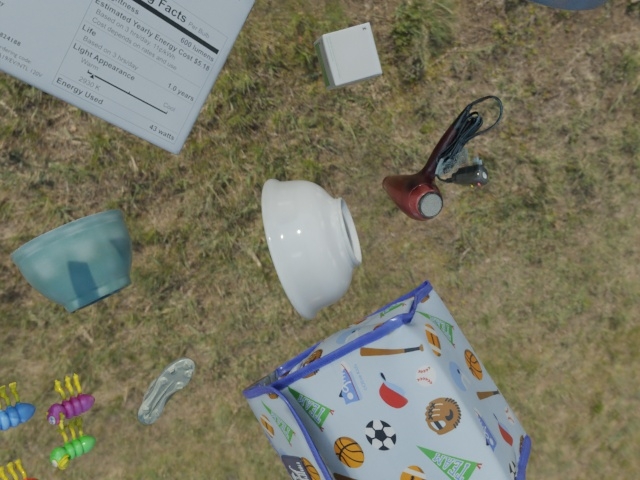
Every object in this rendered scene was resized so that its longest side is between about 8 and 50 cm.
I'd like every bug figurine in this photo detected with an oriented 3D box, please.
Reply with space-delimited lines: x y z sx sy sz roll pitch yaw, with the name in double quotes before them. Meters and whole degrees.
"bug figurine" -0.516 0.372 1.009 0.216 0.072 0.279 -22 131 -46

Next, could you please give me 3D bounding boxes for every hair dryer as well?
"hair dryer" 0.228 -0.136 1.071 0.080 0.223 0.293 39 143 -24

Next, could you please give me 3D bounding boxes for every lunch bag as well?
"lunch bag" 0.082 0.309 0.898 0.385 0.239 0.327 -32 86 28

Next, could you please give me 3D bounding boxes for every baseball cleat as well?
"baseball cleat" -0.381 0.348 1.347 0.072 0.109 0.206 37 98 -23

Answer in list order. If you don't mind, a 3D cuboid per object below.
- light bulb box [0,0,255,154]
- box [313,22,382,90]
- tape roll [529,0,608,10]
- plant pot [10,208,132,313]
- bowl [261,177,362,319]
"light bulb box" -0.292 -0.365 0.733 0.358 0.225 0.361 25 95 -36
"box" 0.053 -0.360 1.087 0.102 0.087 0.101 -18 102 -10
"tape roll" 0.265 -0.366 0.634 0.219 0.219 0.072 -7 152 -17
"plant pot" -0.620 0.070 1.449 0.293 0.293 0.196 -26 91 -4
"bowl" 0.000 0.000 1.107 0.134 0.298 0.297 -16 127 11
